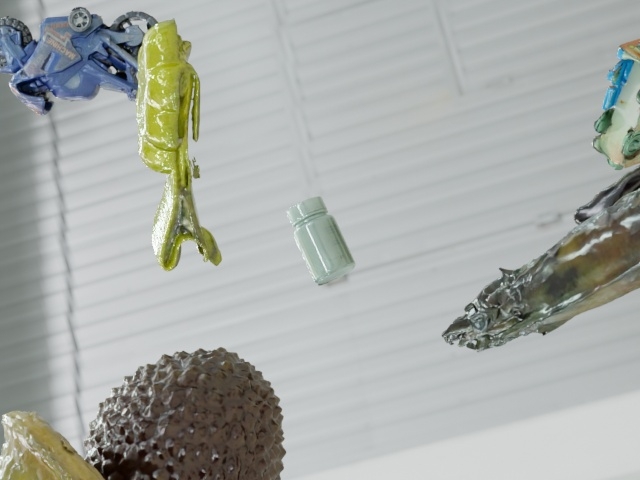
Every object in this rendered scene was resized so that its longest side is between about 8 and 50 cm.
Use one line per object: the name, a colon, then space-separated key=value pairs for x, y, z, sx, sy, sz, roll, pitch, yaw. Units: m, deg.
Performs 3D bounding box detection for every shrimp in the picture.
shrimp: x=0.304 y=-0.023 z=1.466 sx=0.085 sy=0.445 sz=0.272 roll=52 pitch=-161 yaw=-8

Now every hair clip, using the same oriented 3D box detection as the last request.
hair clip: x=-0.098 y=-0.064 z=0.985 sx=0.072 sy=0.046 sz=0.173 roll=-114 pitch=18 yaw=-52

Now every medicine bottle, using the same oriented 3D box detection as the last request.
medicine bottle: x=0.000 y=0.000 z=1.541 sx=0.083 sy=0.047 sz=0.047 roll=66 pitch=-171 yaw=11

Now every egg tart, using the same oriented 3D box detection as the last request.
egg tart: x=-0.285 y=0.323 z=1.689 sx=0.290 sy=0.115 sz=0.290 roll=41 pitch=157 yaw=21

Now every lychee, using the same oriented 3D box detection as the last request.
lychee: x=-0.159 y=0.259 z=1.865 sx=0.267 sy=0.268 sz=0.267 roll=-16 pitch=-90 yaw=-80

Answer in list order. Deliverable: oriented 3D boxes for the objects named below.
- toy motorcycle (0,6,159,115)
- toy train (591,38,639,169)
toy motorcycle: x=-0.273 y=-0.197 z=1.663 sx=0.076 sy=0.205 sz=0.114 roll=11 pitch=-103 yaw=-87
toy train: x=0.427 y=-0.183 z=2.004 sx=0.072 sy=0.099 sz=0.188 roll=40 pitch=137 yaw=34
